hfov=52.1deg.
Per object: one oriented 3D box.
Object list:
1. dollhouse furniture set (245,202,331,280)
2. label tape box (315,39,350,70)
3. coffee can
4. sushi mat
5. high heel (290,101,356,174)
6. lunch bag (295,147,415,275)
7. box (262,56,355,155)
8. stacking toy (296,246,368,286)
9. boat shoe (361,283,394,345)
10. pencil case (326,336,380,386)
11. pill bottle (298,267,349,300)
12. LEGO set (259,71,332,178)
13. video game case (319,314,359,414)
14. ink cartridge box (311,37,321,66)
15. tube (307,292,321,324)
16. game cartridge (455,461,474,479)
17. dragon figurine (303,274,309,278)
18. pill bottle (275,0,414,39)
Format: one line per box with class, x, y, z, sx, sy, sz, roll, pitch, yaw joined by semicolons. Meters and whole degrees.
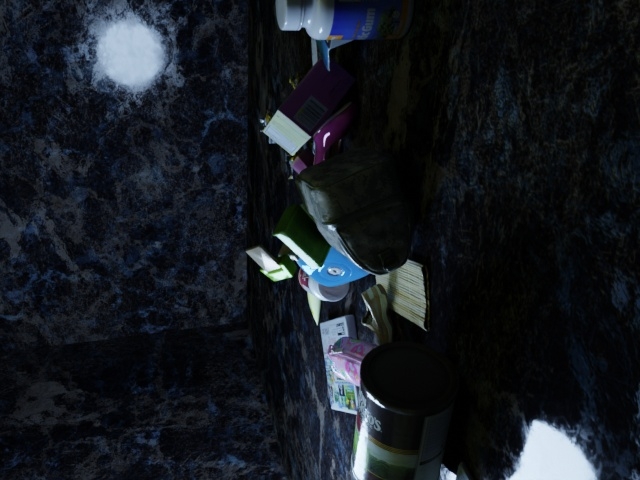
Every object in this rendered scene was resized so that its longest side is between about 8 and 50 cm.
dollhouse furniture set;-0.060;-0.064;1.752;0.198;0.151;0.301;-17;37;43
label tape box;0.056;-0.642;1.641;0.347;0.115;0.249;99;160;-52
coffee can;0.174;0.384;1.389;0.201;0.202;0.275;-117;26;-55
sushi mat;0.191;0.110;1.583;0.316;0.019;0.151;-157;63;-74
high heel;0.054;-0.251;1.909;0.181;0.127;0.377;43;150;-2
lunch bag;0.088;-0.065;1.539;0.305;0.213;0.256;-137;27;-73
box;-0.037;-0.378;1.858;0.213;0.117;0.243;-53;9;-13
stacking toy;0.049;-0.034;1.866;0.166;0.175;0.301;-23;45;31
boat shoe;0.137;0.199;1.662;0.068;0.072;0.190;-133;26;-61
pencil case;0.118;0.319;1.676;0.284;0.124;0.124;-178;82;-66
pill bottle;0.012;0.124;2.072;0.221;0.121;0.121;-164;69;-74
LEGO set;-0.093;-0.387;2.139;0.255;0.192;0.331;102;157;-50
video game case;0.071;0.402;2.125;0.329;0.036;0.300;142;121;-72
ink cartridge box;-0.006;-0.585;2.056;0.063;0.029;0.115;-163;69;-75
tube;-0.022;0.194;2.361;0.070;0.062;0.240;-54;-25;-42
game cartridge;0.295;0.501;1.339;0.056;0.017;0.083;-111;20;-55
dragon figurine;0.000;0.000;2.029;0.144;0.085;0.289;149;137;-66
pill bottle;0.048;-0.504;1.394;0.152;0.272;0.152;174;90;-76
